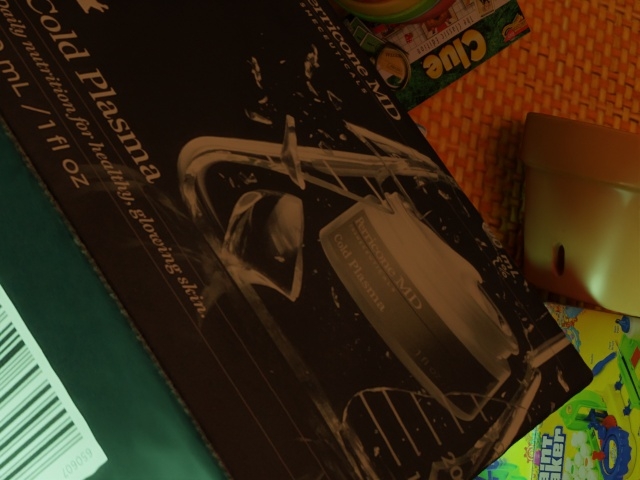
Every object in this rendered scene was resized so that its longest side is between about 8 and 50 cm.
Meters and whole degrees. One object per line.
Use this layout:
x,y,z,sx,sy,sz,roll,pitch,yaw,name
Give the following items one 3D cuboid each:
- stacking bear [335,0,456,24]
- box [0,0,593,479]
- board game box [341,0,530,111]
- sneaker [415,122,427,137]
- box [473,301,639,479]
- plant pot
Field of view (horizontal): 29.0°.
0.058,-0.307,1.268,0.164,0.175,0.289,68,18,0,stacking bear
-0.099,0.051,1.001,0.479,0.297,0.472,56,32,9,box
0.136,-0.255,1.492,0.260,0.030,0.136,-35,107,-28,board game box
0.119,-0.027,1.436,0.092,0.087,0.228,-28,104,-31,sneaker
0.306,0.232,1.483,0.279,0.177,0.289,11,83,-31,box
0.368,-0.024,1.488,0.291,0.291,0.203,10,96,-31,plant pot
